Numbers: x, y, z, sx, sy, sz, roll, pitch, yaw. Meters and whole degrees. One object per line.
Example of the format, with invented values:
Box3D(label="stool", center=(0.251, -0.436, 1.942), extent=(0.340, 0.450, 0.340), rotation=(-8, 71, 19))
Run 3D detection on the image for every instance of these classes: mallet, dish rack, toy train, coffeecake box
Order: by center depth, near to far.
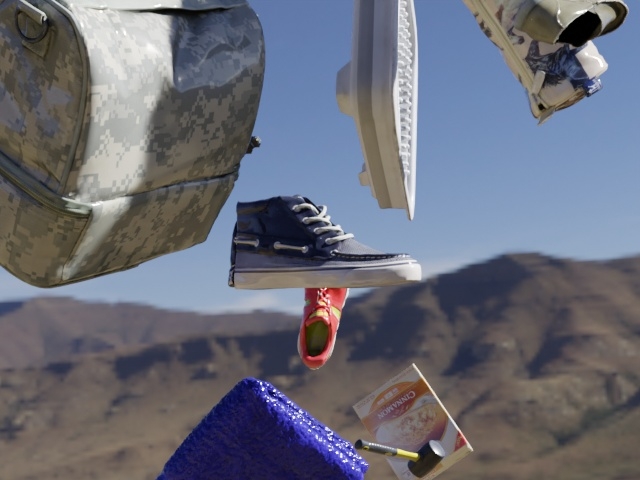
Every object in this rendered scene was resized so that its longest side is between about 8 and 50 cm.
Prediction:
Box3D(label="dish rack", center=(0.072, -0.200, 1.475), extent=(0.072, 0.286, 0.333), rotation=(-1, -22, 9))
Box3D(label="mallet", center=(0.130, 0.336, 1.995), extent=(0.062, 0.039, 0.189), rotation=(-43, -42, 16))
Box3D(label="coffeecake box", center=(0.171, 0.349, 2.306), extent=(0.142, 0.185, 0.068), rotation=(-35, -27, 1))
Box3D(label="toy train", center=(-0.182, -0.154, 2.457), extent=(0.158, 0.027, 0.036), rotation=(-37, 3, 18))

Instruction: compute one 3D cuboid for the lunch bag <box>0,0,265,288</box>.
Box3D(label="lunch bag", center=(-0.202, -0.127, 1.199), extent=(0.212, 0.256, 0.305), rotation=(40, 27, 21))

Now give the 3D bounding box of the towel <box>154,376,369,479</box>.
Box3D(label="towel", center=(-0.105, 0.333, 1.486), extent=(0.227, 0.308, 0.076), rotation=(40, 2, -32))

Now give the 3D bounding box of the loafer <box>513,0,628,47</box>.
Box3D(label="loafer", center=(0.403, -0.336, 1.935), extent=(0.251, 0.087, 0.094), rotation=(-15, -36, -41))

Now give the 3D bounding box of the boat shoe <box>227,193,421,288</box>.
Box3D(label="boat shoe", center=(0.000, 0.000, 2.038), extent=(0.340, 0.158, 0.127), rotation=(-2, -3, 23))

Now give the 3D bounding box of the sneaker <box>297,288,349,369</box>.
Box3D(label="sneaker", center=(0.007, 0.153, 2.777), extent=(0.107, 0.279, 0.118), rotation=(5, 3, 2))

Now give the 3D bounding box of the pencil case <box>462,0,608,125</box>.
Box3D(label="pencil case", center=(0.352, -0.416, 2.263), extent=(0.160, 0.410, 0.183), rotation=(-32, 6, 42))
